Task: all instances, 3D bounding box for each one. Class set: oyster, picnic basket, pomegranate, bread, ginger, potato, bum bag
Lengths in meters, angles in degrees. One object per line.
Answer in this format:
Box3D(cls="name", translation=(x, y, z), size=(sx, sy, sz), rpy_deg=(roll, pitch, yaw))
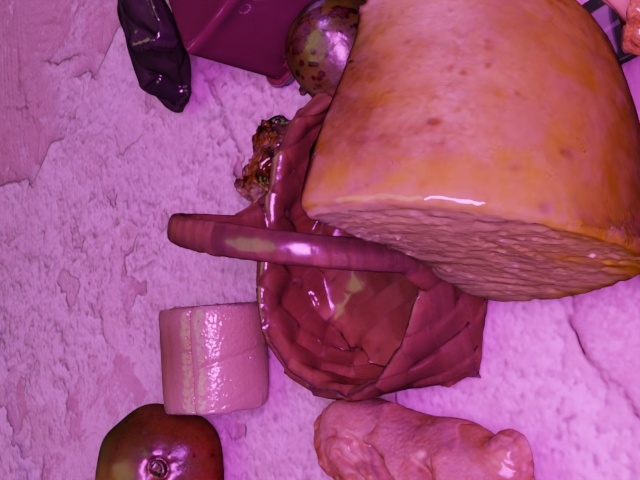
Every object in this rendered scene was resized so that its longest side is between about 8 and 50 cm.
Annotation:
Box3D(cls="oyster", translation=(-0.064, -0.079, 1.315), size=(0.105, 0.056, 0.177), rpy_deg=(-13, 72, 40))
Box3D(cls="picnic basket", translation=(0.000, 0.000, 1.029), size=(0.293, 0.337, 0.337), rpy_deg=(11, 94, 49))
Box3D(cls="pomegranate", translation=(0.040, -0.220, 1.138), size=(0.169, 0.148, 0.148), rpy_deg=(-29, 65, 47))
Box3D(cls="bread", translation=(-0.137, 0.152, 1.311), size=(0.148, 0.134, 0.141), rpy_deg=(-7, 85, 57))
Box3D(cls="ginger", translation=(0.118, 0.251, 1.011), size=(0.354, 0.126, 0.190), rpy_deg=(24, 110, 46))
Box3D(cls="potato", translation=(0.168, -0.110, 0.819), size=(0.212, 0.330, 0.280), rpy_deg=(-4, 72, 33))
Box3D(cls="pomegranate", translation=(-0.219, 0.314, 1.383), size=(0.209, 0.180, 0.180), rpy_deg=(136, 130, -72))
Box3D(cls="bum bag", translation=(-0.232, -0.271, 1.391), size=(0.142, 0.079, 0.326), rpy_deg=(61, 172, 17))

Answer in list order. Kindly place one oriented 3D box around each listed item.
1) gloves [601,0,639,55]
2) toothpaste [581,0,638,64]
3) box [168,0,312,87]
Box3D(cls="gloves", translation=(0.364, -0.184, 0.702), size=(0.356, 0.203, 0.155), rpy_deg=(10, 117, 33))
Box3D(cls="toothpaste", translation=(0.292, -0.206, 0.898), size=(0.099, 0.061, 0.392), rpy_deg=(49, 137, -12))
Box3D(cls="box", translation=(-0.096, -0.361, 1.289), size=(0.193, 0.167, 0.294), rpy_deg=(-40, 58, 37))
